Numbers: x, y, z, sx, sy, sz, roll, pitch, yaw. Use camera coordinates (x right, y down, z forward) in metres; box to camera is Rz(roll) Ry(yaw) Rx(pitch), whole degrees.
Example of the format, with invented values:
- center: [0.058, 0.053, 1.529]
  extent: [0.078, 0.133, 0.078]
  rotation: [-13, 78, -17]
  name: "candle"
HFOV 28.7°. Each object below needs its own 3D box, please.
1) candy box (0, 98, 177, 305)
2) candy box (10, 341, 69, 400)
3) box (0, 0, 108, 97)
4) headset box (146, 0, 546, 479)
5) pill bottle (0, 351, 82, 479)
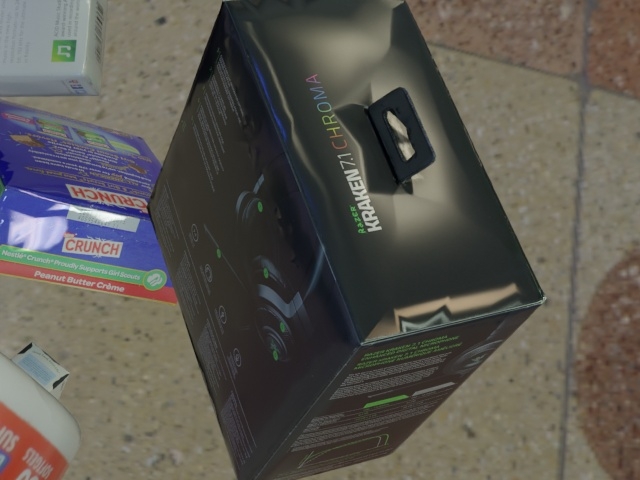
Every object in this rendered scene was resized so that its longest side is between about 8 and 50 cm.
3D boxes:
- center: [-0.324, -0.057, 1.609]
  extent: [0.268, 0.317, 0.122]
  rotation: [14, 109, -30]
  name: "candy box"
- center: [-0.427, 0.249, 1.619]
  extent: [0.070, 0.165, 0.196]
  rotation: [37, 45, 8]
  name: "candy box"
- center: [-0.353, -0.244, 1.143]
  extent: [0.321, 0.058, 0.232]
  rotation: [1, 74, 5]
  name: "box"
- center: [0.000, 0.000, 0.847]
  extent: [0.131, 0.283, 0.246]
  rotation: [-11, 64, -25]
  name: "headset box"
- center: [-0.183, 0.118, 0.382]
  extent: [0.124, 0.124, 0.222]
  rotation: [40, 70, -23]
  name: "pill bottle"
